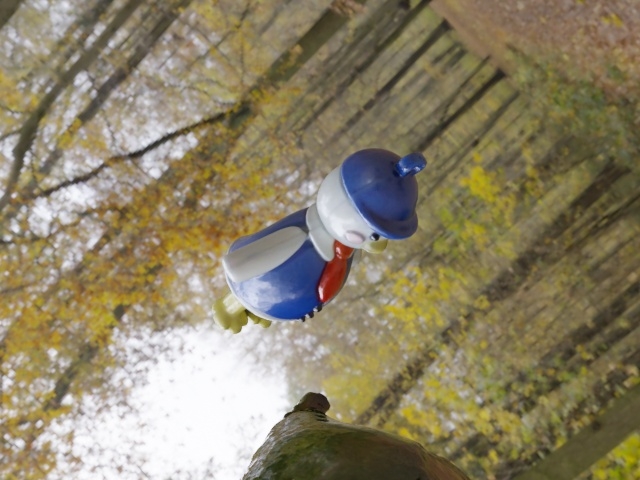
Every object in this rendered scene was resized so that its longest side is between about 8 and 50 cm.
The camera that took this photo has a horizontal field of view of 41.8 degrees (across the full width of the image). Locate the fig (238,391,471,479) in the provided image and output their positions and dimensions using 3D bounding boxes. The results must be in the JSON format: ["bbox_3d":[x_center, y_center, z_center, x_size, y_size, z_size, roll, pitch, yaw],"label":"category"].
[{"bbox_3d":[0.011,0.195,0.512,0.195,0.195,0.245,35,-171,-38],"label":"fig"}]

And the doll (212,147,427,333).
[{"bbox_3d":[0.000,0.000,0.412,0.099,0.143,0.057,-5,-119,-51],"label":"doll"}]
